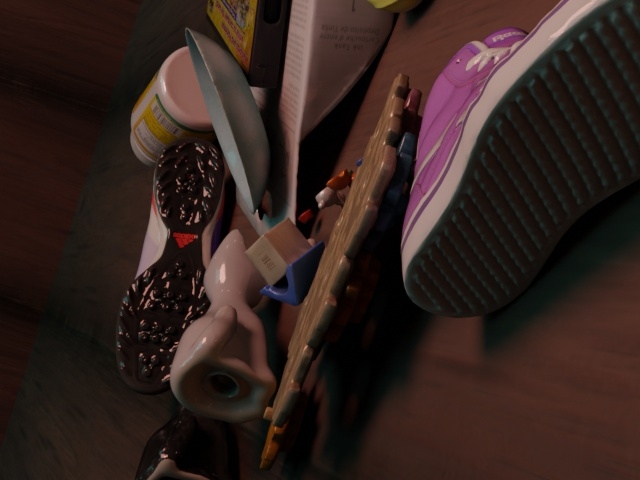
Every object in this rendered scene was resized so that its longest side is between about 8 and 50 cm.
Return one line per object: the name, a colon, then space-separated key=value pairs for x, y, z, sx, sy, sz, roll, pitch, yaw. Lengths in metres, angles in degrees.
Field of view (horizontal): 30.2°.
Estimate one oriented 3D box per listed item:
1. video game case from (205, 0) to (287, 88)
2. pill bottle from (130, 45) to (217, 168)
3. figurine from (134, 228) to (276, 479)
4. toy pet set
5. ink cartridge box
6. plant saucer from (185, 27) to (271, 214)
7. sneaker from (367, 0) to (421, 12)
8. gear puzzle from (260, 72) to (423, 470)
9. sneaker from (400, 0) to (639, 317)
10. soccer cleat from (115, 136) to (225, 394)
video game case: x=-0.070 y=-0.316 z=1.223 sx=0.275 sy=0.035 sz=0.248 roll=-120 pitch=36 yaw=-62
pill bottle: x=-0.189 y=-0.170 z=1.608 sx=0.208 sy=0.117 sz=0.118 roll=143 pitch=141 yaw=-60
figurine: x=-0.103 y=0.119 z=1.115 sx=0.209 sy=0.092 sz=0.215 roll=-92 pitch=19 yaw=-58
toy pet set: x=0.000 y=0.000 z=1.025 sx=0.114 sy=0.065 sz=0.122 roll=-37 pitch=-3 yaw=-38
ink cartridge box: x=-0.010 y=-0.187 z=1.221 sx=0.308 sy=0.091 sz=0.385 roll=-131 pitch=44 yaw=-69
plant saucer: x=-0.084 y=-0.122 z=1.170 sx=0.195 sy=0.037 sz=0.195 roll=159 pitch=90 yaw=-83
sneaker: x=0.072 y=-0.290 z=0.950 sx=0.091 sy=0.126 sz=0.240 roll=-92 pitch=26 yaw=-46
gear puzzle: x=0.014 y=0.053 z=0.900 sx=0.175 sy=0.044 sz=0.339 roll=-76 pitch=7 yaw=-60
sneaker: x=0.122 y=-0.093 z=0.667 sx=0.282 sy=0.102 sz=0.161 roll=-50 pitch=25 yaw=49
soccer cleat: x=-0.169 y=0.038 z=1.413 sx=0.116 sy=0.108 sz=0.318 roll=94 pitch=-177 yaw=-67
